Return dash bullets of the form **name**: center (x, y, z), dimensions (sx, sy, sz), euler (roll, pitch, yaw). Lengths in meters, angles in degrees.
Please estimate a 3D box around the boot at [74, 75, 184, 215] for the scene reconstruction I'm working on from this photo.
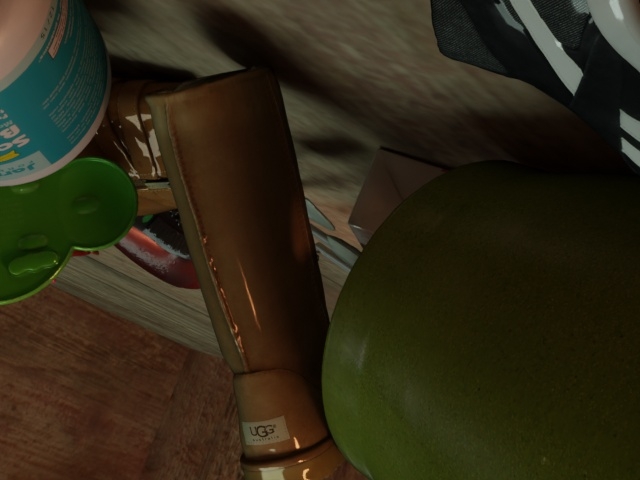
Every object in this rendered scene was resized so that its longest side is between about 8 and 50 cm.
- **boot**: center (-0.194, -0.099, 0.990), dimensions (0.220, 0.109, 0.283), euler (3, 150, 38)

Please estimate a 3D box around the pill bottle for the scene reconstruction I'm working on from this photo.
- **pill bottle**: center (-0.213, -0.119, 0.788), dimensions (0.146, 0.146, 0.264), euler (20, 170, 7)

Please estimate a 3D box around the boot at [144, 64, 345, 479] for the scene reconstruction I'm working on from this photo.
- **boot**: center (-0.020, 0.010, 0.885), dimensions (0.089, 0.270, 0.236), euler (-11, -170, 16)

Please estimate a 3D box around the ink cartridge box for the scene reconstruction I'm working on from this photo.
- **ink cartridge box**: center (0.100, 0.002, 1.015), dimensions (0.115, 0.067, 0.198), euler (18, 170, 16)

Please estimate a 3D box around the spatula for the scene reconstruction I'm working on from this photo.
- **spatula**: center (0.000, 0.000, 1.079), dimensions (0.168, 0.019, 0.242), euler (43, 175, -24)

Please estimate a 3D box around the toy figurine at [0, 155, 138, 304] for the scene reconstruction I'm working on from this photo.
- **toy figurine**: center (-0.224, -0.011, 1.013), dimensions (0.173, 0.130, 0.159), euler (-10, 173, -4)

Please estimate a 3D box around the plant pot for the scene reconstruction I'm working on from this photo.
- **plant pot**: center (0.194, 0.113, 0.745), dimensions (0.353, 0.366, 0.366), euler (26, 176, 45)

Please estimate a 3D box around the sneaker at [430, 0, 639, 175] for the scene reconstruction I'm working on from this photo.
- **sneaker**: center (0.125, -0.079, 0.558), dimensions (0.121, 0.079, 0.217), euler (16, 161, 41)

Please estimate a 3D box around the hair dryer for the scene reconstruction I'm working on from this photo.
- **hair dryer**: center (-0.143, -0.002, 1.529), dimensions (0.293, 0.080, 0.224), euler (15, 153, 3)

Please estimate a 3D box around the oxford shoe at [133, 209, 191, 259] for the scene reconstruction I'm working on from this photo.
- **oxford shoe**: center (-0.172, -0.043, 1.336), dimensions (0.227, 0.083, 0.096), euler (23, -171, -8)
